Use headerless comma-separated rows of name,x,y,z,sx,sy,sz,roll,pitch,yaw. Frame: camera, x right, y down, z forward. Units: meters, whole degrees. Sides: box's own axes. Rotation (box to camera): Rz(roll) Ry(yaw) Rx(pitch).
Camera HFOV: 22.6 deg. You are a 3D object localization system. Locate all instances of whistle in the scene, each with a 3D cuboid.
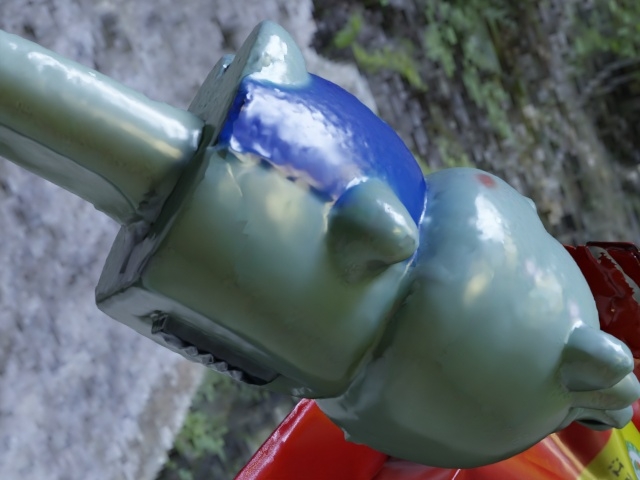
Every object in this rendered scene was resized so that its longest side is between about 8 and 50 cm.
whistle,-0.009,-0.003,0.464,0.092,0.244,0.110,-65,13,-15

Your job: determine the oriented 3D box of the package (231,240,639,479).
package,0.029,0.183,0.628,0.123,0.196,0.423,-2,37,44
